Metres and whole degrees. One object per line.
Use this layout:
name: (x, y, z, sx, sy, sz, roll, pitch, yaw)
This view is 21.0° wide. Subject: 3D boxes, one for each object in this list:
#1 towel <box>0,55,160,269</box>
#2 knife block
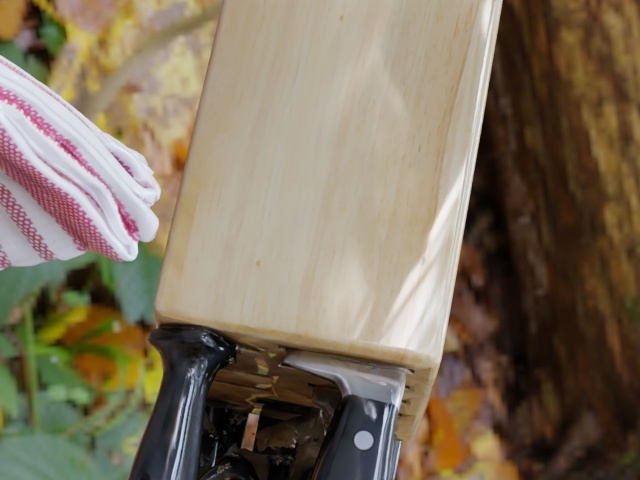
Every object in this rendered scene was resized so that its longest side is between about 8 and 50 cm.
towel: (-0.154, -0.016, 0.406, 0.144, 0.197, 0.029, 35, 51, -48)
knife block: (0.000, 0.000, 0.539, 0.242, 0.088, 0.276, -77, 177, -65)
